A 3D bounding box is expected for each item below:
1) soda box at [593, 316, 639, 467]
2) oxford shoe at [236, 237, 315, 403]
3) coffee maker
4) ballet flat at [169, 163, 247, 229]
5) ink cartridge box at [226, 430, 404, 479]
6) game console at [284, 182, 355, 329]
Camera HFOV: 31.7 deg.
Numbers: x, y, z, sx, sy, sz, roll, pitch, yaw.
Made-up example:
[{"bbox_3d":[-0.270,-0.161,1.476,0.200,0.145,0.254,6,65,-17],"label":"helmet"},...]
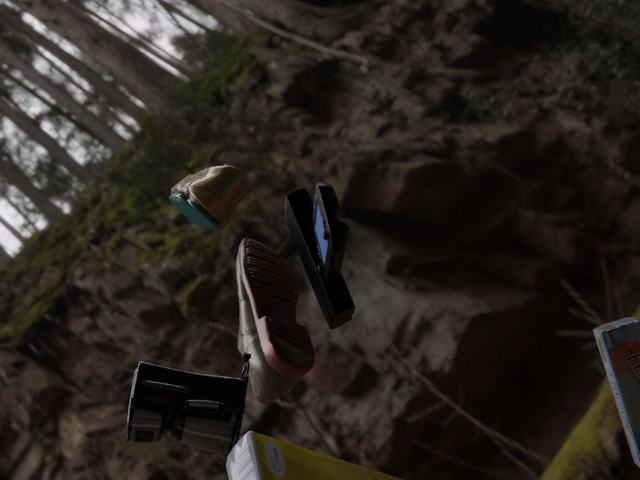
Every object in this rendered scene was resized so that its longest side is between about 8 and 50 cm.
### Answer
[{"bbox_3d":[0.398,0.189,1.406,0.058,0.183,0.063,-18,-2,3],"label":"soda box"},{"bbox_3d":[-0.112,0.134,2.000,0.123,0.348,0.130,23,-59,-28],"label":"oxford shoe"},{"bbox_3d":[-0.210,0.252,1.781,0.178,0.171,0.120,12,-59,-6],"label":"coffee maker"},{"bbox_3d":[-0.127,-0.054,1.353,0.080,0.232,0.073,42,-97,-13],"label":"ballet flat"},{"bbox_3d":[0.061,0.366,1.198,0.307,0.304,0.072,20,-62,-27],"label":"ink cartridge box"},{"bbox_3d":[0.000,0.000,1.722,0.044,0.213,0.361,-20,-15,-9],"label":"game console"}]
